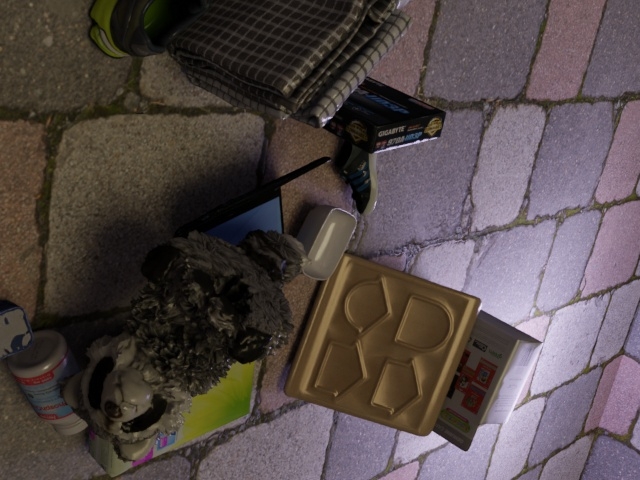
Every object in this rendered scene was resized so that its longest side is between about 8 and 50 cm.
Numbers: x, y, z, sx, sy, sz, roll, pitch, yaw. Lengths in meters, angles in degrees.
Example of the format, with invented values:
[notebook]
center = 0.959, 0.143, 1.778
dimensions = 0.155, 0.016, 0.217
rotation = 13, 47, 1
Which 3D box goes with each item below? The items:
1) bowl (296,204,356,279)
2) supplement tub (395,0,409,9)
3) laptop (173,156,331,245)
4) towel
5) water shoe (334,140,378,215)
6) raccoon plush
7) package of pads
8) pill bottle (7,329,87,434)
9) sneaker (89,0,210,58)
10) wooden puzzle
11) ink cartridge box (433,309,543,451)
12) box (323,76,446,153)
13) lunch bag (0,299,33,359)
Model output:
[bowl]
center = 0.000, 0.000, 1.561
dimensions = 0.142, 0.053, 0.142
rotation = -65, 154, 1
[supplement tub]
center = 0.139, -0.515, 1.239
dimensions = 0.331, 0.241, 0.241
rotation = -48, 139, -16
[laptop]
center = -0.109, -0.009, 1.384
dimensions = 0.234, 0.264, 0.136
rotation = -29, 95, -35
[towel]
center = -0.051, -0.294, 1.163
dimensions = 0.235, 0.283, 0.121
rotation = -49, 139, -16
[water shoe]
center = 0.063, -0.137, 1.569
dimensions = 0.080, 0.073, 0.203
rotation = -9, 123, -14
[raccoon plush]
center = -0.175, 0.161, 1.262
dimensions = 0.299, 0.216, 0.446
rotation = -48, 161, 20
[package of pads]
center = -0.245, 0.235, 1.405
dimensions = 0.296, 0.101, 0.229
rotation = -18, 128, -41
[pill bottle]
center = -0.397, 0.216, 1.241
dimensions = 0.087, 0.087, 0.160
rotation = -37, 135, -27
[sneaker]
center = -0.178, -0.360, 1.111
dimensions = 0.300, 0.121, 0.111
rotation = -58, 142, -4
[wooden puzzle]
center = 0.128, 0.215, 1.734
dimensions = 0.348, 0.080, 0.322
rotation = 18, 98, -13
[ink cartridge box]
center = 0.288, 0.276, 1.853
dimensions = 0.130, 0.309, 0.272
rotation = 13, 103, -50
[box]
center = 0.070, -0.220, 1.390
dimensions = 0.175, 0.220, 0.051
rotation = -17, 129, -41
[lunch bag]
center = -0.450, 0.124, 1.147
dimensions = 0.098, 0.065, 0.067
rotation = -22, 111, -37
